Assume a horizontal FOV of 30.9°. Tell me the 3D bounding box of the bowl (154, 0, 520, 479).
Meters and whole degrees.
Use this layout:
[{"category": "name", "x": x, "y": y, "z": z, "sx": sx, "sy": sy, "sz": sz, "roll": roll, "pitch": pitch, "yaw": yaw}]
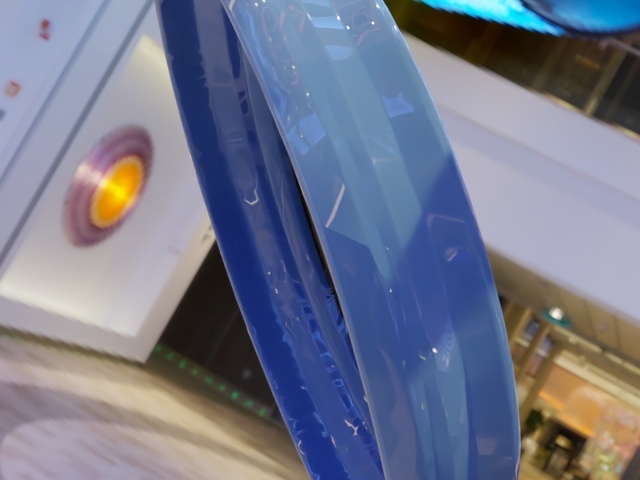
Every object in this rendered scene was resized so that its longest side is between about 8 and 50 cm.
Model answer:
[{"category": "bowl", "x": 0.000, "y": 0.000, "z": 0.663, "sx": 0.391, "sy": 0.077, "sz": 0.391, "roll": 161, "pitch": -90, "yaw": -80}]
